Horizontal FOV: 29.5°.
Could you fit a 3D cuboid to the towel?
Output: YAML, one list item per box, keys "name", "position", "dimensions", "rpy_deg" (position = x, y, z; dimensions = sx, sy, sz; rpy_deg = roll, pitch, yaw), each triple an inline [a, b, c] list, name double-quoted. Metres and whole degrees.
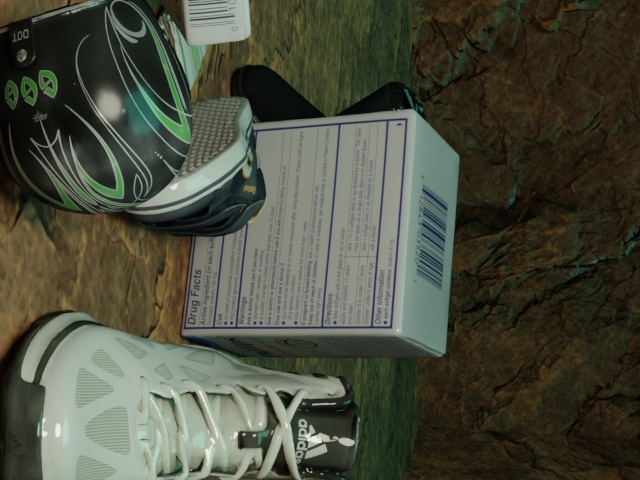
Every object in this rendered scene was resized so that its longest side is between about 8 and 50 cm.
- name: "towel"
  position: [-0.153, -0.246, 1.386]
  dimensions: [0.152, 0.023, 0.113]
  rpy_deg: [-79, 167, -47]

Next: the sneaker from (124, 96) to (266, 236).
- name: "sneaker"
  position: [-0.124, -0.056, 1.286]
  dimensions: [0.321, 0.126, 0.127]
  rpy_deg: [-63, 147, -67]

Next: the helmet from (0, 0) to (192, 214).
- name: "helmet"
  position: [-0.177, -0.099, 0.938]
  dimensions: [0.169, 0.169, 0.162]
  rpy_deg: [-53, 128, -70]

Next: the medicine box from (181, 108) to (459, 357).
- name: "medicine box"
  position: [0.000, 0.000, 1.455]
  dimensions: [0.149, 0.289, 0.264]
  rpy_deg: [31, 61, -59]

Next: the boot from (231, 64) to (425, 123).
- name: "boot"
  position: [0.024, -0.161, 1.585]
  dimensions: [0.246, 0.207, 0.094]
  rpy_deg: [57, 34, -8]

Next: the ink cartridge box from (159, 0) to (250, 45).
- name: "ink cartridge box"
  position: [-0.143, -0.385, 1.160]
  dimensions: [0.330, 0.071, 0.324]
  rpy_deg: [-127, -150, -61]

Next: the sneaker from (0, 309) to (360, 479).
- name: "sneaker"
  position: [-0.101, 0.153, 1.107]
  dimensions: [0.447, 0.257, 0.169]
  rpy_deg: [14, 79, -78]
